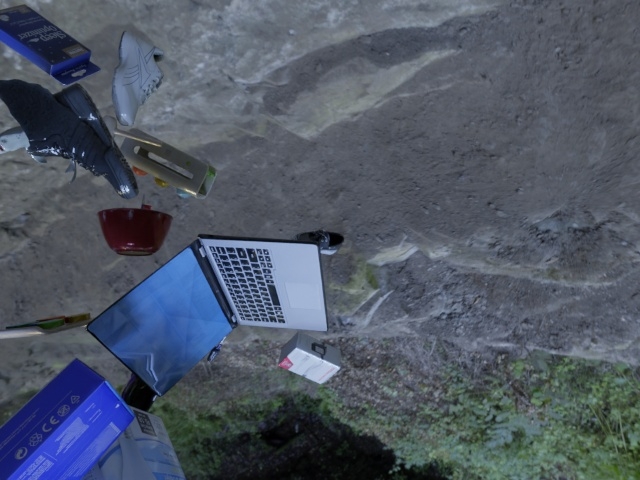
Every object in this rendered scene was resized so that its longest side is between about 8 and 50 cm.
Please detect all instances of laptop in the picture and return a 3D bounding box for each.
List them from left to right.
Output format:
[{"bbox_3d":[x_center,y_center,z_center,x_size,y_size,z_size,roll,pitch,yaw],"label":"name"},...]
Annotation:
[{"bbox_3d":[-0.202,0.196,0.943,0.406,0.382,0.237,3,52,7],"label":"laptop"}]

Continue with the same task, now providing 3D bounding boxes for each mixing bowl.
[{"bbox_3d":[-0.472,-0.014,1.059,0.181,0.181,0.099,-7,78,30],"label":"mixing bowl"}]

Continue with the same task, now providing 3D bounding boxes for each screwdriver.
[{"bbox_3d":[-0.287,0.297,1.225,0.025,0.024,0.170,48,111,25],"label":"screwdriver"}]

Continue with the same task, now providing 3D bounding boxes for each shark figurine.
[{"bbox_3d":[-0.813,-0.288,1.212,0.116,0.278,0.166,26,89,18],"label":"shark figurine"}]

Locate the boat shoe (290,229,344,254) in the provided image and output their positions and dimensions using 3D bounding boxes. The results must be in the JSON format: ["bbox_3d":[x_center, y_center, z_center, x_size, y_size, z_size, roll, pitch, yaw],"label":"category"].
[{"bbox_3d":[0.000,0.000,1.272,0.076,0.228,0.080,-40,63,25],"label":"boat shoe"}]

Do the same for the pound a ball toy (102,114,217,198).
[{"bbox_3d":[-0.509,-0.243,1.294,0.318,0.208,0.136,26,93,-2],"label":"pound a ball toy"}]

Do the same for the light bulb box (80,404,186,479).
[{"bbox_3d":[-0.437,0.549,0.841,0.225,0.358,0.361,-35,58,-11],"label":"light bulb box"}]

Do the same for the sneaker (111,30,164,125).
[{"bbox_3d":[-0.524,-0.463,1.196,0.111,0.129,0.298,149,126,-61],"label":"sneaker"}]

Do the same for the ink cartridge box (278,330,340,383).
[{"bbox_3d":[-0.030,0.344,1.214,0.150,0.063,0.109,29,126,-16],"label":"ink cartridge box"}]

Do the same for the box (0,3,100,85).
[{"bbox_3d":[-0.671,-0.478,1.010,0.225,0.137,0.036,35,131,-10],"label":"box"}]

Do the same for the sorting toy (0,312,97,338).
[{"bbox_3d":[-0.676,0.212,1.049,0.192,0.208,0.038,-8,84,19],"label":"sorting toy"}]

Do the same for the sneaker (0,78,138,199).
[{"bbox_3d":[-0.291,-0.113,0.483,0.089,0.051,0.170,-27,100,-10],"label":"sneaker"}]

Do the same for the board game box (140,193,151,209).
[{"bbox_3d":[-0.540,-0.063,1.291,0.168,0.033,0.133,139,135,-61],"label":"board game box"}]

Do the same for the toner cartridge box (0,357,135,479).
[{"bbox_3d":[-0.448,0.360,0.603,0.075,0.348,0.165,26,141,17],"label":"toner cartridge box"}]

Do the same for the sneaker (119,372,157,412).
[{"bbox_3d":[-0.478,0.364,1.185,0.146,0.102,0.294,-9,62,57],"label":"sneaker"}]
